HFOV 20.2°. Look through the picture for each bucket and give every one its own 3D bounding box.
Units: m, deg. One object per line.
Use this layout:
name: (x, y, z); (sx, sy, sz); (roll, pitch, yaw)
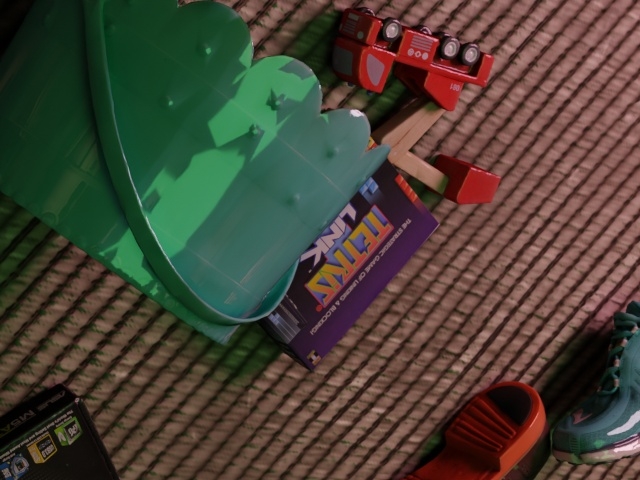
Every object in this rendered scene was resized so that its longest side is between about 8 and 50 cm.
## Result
bucket: (-0.109, -0.067, 1.250); (0.281, 0.281, 0.183); (37, 87, -39)

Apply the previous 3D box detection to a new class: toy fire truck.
toy fire truck: (0.081, -0.110, 1.499); (0.192, 0.047, 0.135); (12, 102, -37)

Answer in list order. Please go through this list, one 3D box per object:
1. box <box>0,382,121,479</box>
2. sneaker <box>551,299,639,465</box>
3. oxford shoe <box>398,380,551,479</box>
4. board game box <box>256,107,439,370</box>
box: (-0.240, 0.235, 1.405); (0.191, 0.045, 0.184); (-32, 121, -21)
sneaker: (0.299, 0.116, 1.704); (0.275, 0.107, 0.110); (-41, 117, -37)
oxford shoe: (0.119, 0.255, 1.637); (0.271, 0.097, 0.098); (-42, 132, -15)
board game box: (0.000, 0.000, 1.483); (0.170, 0.048, 0.141); (-49, 127, -10)
